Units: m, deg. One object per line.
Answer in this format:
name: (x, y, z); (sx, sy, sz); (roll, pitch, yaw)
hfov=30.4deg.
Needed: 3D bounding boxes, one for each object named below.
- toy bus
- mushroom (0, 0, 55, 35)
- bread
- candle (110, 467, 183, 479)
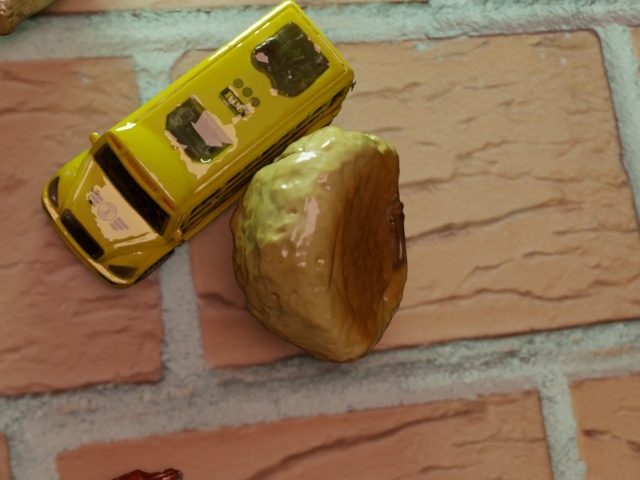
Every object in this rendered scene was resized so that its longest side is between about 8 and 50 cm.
toy bus: (-0.125, -0.100, 1.221); (0.330, 0.152, 0.144); (-41, 90, -19)
mushroom: (-0.293, -0.301, 1.277); (0.209, 0.084, 0.071); (-44, 133, -25)
bread: (0.000, 0.000, 1.205); (0.134, 0.244, 0.244); (3, 71, 30)
candle: (-0.210, 0.263, 1.165); (0.162, 0.053, 0.048); (-19, 87, -20)
